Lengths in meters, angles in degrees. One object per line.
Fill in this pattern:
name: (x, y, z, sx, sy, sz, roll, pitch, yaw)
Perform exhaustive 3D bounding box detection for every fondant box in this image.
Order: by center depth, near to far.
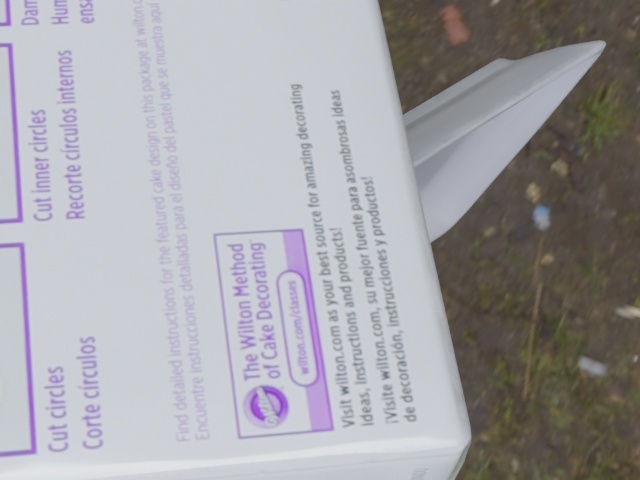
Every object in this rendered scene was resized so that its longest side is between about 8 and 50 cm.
fondant box: (-0.148, -0.023, 0.407, 0.330, 0.238, 0.096, -3, 150, -11)

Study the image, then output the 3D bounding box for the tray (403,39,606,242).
tray: (0.000, 0.000, 0.626, 0.030, 0.270, 0.145, 49, 139, 9)
